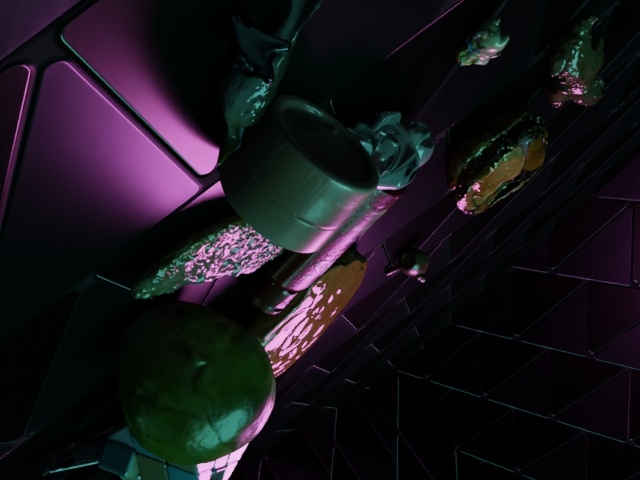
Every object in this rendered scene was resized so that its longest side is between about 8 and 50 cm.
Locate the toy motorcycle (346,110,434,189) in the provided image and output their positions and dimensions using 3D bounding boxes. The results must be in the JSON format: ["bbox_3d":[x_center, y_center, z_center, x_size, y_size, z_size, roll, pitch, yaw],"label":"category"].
[{"bbox_3d":[0.082,-0.113,0.954,0.254,0.112,0.112,-15,153,-52],"label":"toy motorcycle"}]

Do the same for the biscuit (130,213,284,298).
[{"bbox_3d":[-0.125,0.006,0.979,0.141,0.038,0.289,-47,161,29],"label":"biscuit"}]

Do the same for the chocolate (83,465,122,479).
[{"bbox_3d":[-0.426,0.593,1.606,0.186,0.284,0.283,-15,162,3],"label":"chocolate"}]

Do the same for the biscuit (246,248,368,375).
[{"bbox_3d":[-0.040,0.167,1.417,0.365,0.062,0.385,-49,165,6],"label":"biscuit"}]

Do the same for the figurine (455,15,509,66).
[{"bbox_3d":[0.208,-0.259,0.941,0.050,0.047,0.083,-15,164,-16],"label":"figurine"}]

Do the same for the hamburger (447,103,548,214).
[{"bbox_3d":[0.326,-0.151,1.328,0.230,0.107,0.231,-28,159,-12],"label":"hamburger"}]

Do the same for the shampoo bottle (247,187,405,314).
[{"bbox_3d":[0.001,0.000,1.138,0.314,0.076,0.118,-46,165,26],"label":"shampoo bottle"}]

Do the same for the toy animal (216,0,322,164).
[{"bbox_3d":[-0.064,-0.144,0.673,0.105,0.070,0.202,-46,169,-45],"label":"toy animal"}]

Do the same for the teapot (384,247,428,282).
[{"bbox_3d":[0.205,0.068,1.703,0.110,0.085,0.080,-21,166,20],"label":"teapot"}]

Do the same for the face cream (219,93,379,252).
[{"bbox_3d":[-0.023,-0.074,0.784,0.104,0.149,0.149,-47,160,27],"label":"face cream"}]

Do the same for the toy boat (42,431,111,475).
[{"bbox_3d":[-0.360,0.409,1.350,0.291,0.210,0.071,-10,106,-54],"label":"toy boat"}]

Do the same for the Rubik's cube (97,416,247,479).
[{"bbox_3d":[-0.254,0.322,1.248,0.265,0.212,0.225,-54,152,-49],"label":"Rubik's cube"}]

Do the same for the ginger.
[{"bbox_3d":[0.451,-0.300,1.253,0.122,0.084,0.290,-61,155,4],"label":"ginger"}]

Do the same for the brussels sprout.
[{"bbox_3d":[-0.186,0.208,1.055,0.244,0.244,0.244,-33,162,-12],"label":"brussels sprout"}]
